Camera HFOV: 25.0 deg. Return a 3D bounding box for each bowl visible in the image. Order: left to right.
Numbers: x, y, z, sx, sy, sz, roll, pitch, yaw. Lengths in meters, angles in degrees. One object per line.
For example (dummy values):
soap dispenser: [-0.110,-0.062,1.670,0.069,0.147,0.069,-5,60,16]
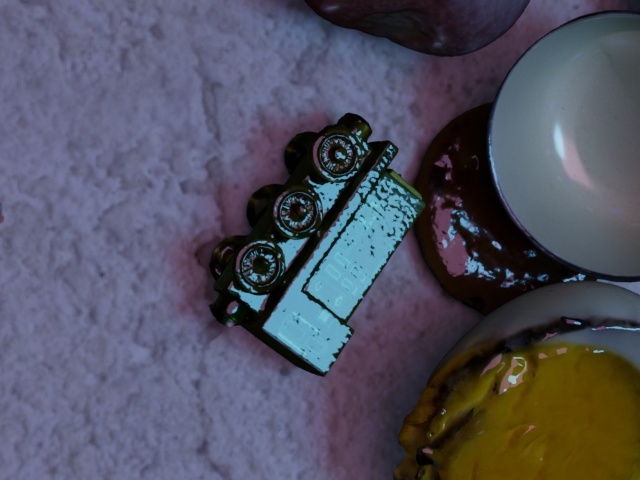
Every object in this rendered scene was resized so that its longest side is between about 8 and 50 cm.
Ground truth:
bowl: [0.280,-0.092,1.287,0.238,0.126,0.237,8,108,24]

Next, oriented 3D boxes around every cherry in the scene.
cherry: [0.087,-0.287,1.264,0.239,0.206,0.239,0,90,-5]

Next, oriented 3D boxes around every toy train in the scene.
toy train: [0.000,0.000,1.292,0.137,0.090,0.225,38,79,-18]

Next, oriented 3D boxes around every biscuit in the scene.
biscuit: [0.186,-0.029,1.366,0.212,0.036,0.212,1,87,-16]

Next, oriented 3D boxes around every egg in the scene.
egg: [0.203,0.154,1.302,0.286,0.174,0.264,-36,116,7]
